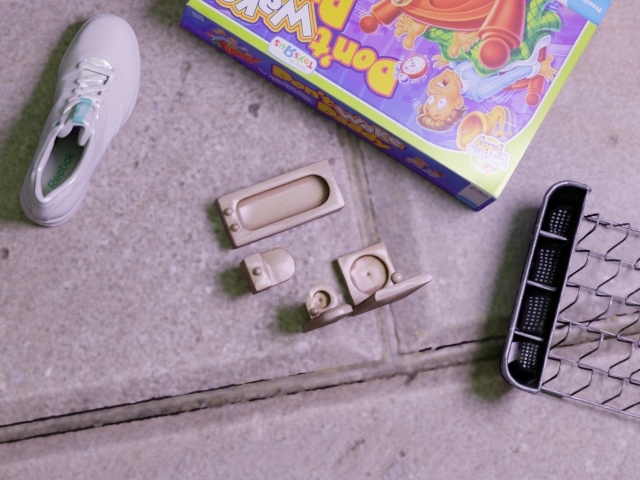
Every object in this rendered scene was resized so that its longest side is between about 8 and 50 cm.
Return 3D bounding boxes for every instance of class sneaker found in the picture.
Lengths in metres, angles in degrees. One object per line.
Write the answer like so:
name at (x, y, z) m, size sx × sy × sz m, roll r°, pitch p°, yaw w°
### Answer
sneaker at (-0.219, -0.118, 1.611) m, size 0.080 × 0.094 × 0.212 m, roll 18°, pitch 79°, yaw -5°

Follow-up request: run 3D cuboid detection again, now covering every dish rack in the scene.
dish rack at (0.314, 0.078, 1.678) m, size 0.271 × 0.074 × 0.208 m, roll 17°, pitch 80°, yaw -6°

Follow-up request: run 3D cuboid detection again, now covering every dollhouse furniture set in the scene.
dollhouse furniture set at (0.000, 0.000, 1.613) m, size 0.144 × 0.123 × 0.151 m, roll -20°, pitch 85°, yaw -12°

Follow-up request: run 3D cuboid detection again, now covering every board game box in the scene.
board game box at (0.073, -0.219, 1.682) m, size 0.347 × 0.078 × 0.233 m, roll 31°, pitch 78°, yaw -3°
